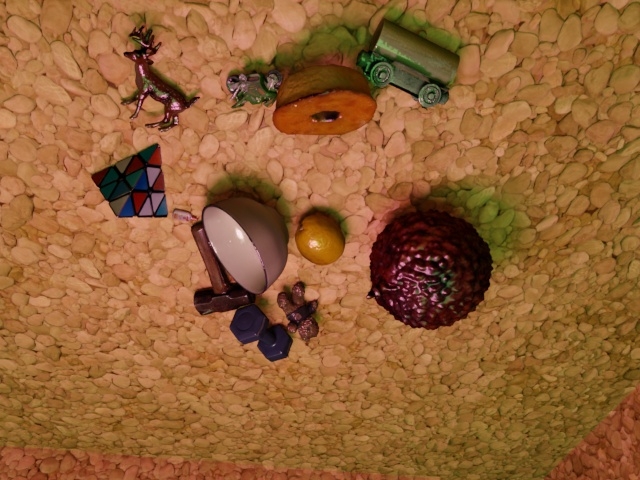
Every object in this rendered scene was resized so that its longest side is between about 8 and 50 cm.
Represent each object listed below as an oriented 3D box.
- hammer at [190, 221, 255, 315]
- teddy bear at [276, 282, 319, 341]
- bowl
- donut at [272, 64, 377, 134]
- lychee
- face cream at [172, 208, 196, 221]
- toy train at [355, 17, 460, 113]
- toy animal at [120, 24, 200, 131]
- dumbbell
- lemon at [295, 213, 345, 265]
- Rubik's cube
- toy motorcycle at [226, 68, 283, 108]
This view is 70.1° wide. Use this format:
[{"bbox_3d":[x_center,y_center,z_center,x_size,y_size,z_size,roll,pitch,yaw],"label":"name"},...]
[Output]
[{"bbox_3d":[-0.413,0.110,1.755,0.242,0.095,0.409,-9,124,5],"label":"hammer"},{"bbox_3d":[-0.089,0.293,1.880,0.181,0.129,0.252,-33,106,-26],"label":"teddy bear"},{"bbox_3d":[-0.231,-0.008,1.571,0.185,0.353,0.354,-35,134,-31],"label":"bowl"},{"bbox_3d":[0.007,-0.397,1.309,0.302,0.110,0.303,-7,169,-1],"label":"donut"},{"bbox_3d":[0.355,0.103,1.572,0.499,0.425,0.425,-12,132,-29],"label":"lychee"},{"bbox_3d":[-0.489,-0.087,1.644,0.083,0.021,0.040,13,126,-12],"label":"face cream"},{"bbox_3d":[0.259,-0.497,1.304,0.307,0.127,0.190,19,123,-15],"label":"toy train"},{"bbox_3d":[-0.488,-0.464,1.343,0.243,0.087,0.260,26,121,-36],"label":"toy animal"},{"bbox_3d":[-0.237,0.388,1.883,0.143,0.157,0.316,8,153,28],"label":"dumbbell"},{"bbox_3d":[0.000,0.000,1.643,0.170,0.170,0.207,-34,128,21],"label":"lemon"},{"bbox_3d":[-0.646,-0.148,1.462,0.249,0.234,0.285,8,127,-7],"label":"Rubik's cube"},{"bbox_3d":[-0.190,-0.442,1.341,0.189,0.074,0.106,2,116,24],"label":"toy motorcycle"}]
